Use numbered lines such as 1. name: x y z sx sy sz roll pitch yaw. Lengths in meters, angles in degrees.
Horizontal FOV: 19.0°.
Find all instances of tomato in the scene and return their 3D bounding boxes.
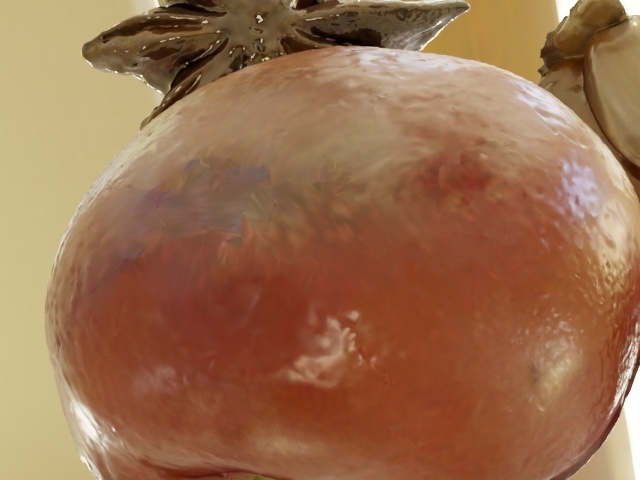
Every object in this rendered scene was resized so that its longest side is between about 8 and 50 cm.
1. tomato: -0.005 -0.002 1.001 0.335 0.176 0.289 2 57 24

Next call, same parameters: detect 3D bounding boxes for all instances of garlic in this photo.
1. garlic: 0.238 -0.059 1.357 0.160 0.191 0.214 -33 -28 27

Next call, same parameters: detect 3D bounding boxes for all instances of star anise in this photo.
1. star anise: -0.040 -0.159 1.507 0.315 0.315 0.108 -12 -19 1
